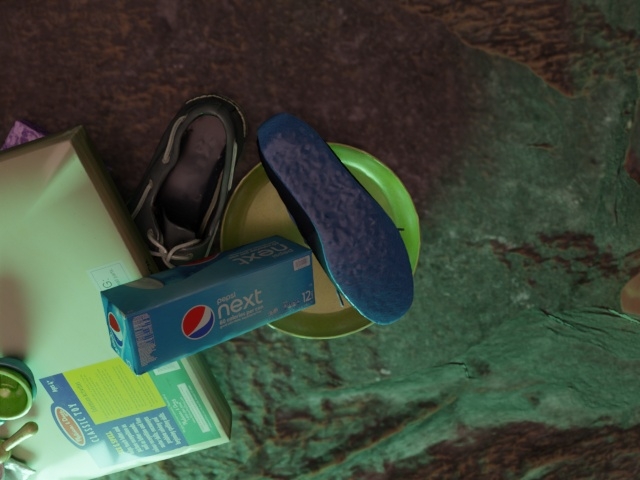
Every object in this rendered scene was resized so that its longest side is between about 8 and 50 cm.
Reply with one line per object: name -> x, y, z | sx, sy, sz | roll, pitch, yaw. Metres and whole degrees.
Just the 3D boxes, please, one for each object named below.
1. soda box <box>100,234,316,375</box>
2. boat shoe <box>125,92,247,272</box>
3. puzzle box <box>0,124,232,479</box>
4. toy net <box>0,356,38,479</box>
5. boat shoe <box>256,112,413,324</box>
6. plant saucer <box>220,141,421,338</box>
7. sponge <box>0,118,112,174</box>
soda box -> -0.109, 0.059, 0.665 | 0.210, 0.071, 0.067 | -18, 116, -33
boat shoe -> -0.176, -0.018, 0.739 | 0.116, 0.099, 0.319 | 25, 100, -11
puzzle box -> -0.295, 0.102, 0.710 | 0.272, 0.052, 0.409 | -16, 119, 5
toy net -> -0.377, 0.214, 0.712 | 0.122, 0.045, 0.232 | 11, 118, -9
boat shoe -> 0.023, -0.029, 0.721 | 0.109, 0.089, 0.258 | -28, 97, -7
plant saucer -> 0.000, 0.000, 0.786 | 0.241, 0.037, 0.241 | -1, 102, -4
sponge -> -0.351, -0.025, 0.762 | 0.117, 0.031, 0.210 | 32, 98, -9
